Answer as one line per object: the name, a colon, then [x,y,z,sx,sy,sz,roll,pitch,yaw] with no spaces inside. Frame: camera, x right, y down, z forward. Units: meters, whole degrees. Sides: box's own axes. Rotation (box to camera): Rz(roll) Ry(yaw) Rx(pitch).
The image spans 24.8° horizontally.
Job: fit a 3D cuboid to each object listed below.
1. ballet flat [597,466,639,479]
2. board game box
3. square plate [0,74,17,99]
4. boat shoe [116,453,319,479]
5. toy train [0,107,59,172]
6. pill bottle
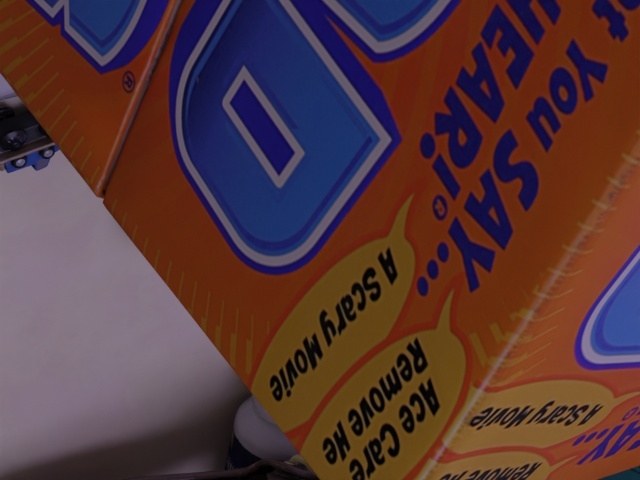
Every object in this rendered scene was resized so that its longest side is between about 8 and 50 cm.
ballet flat: [0.255,0.131,1.154,0.139,0.139,0.400,-26,134,-16]
board game box: [0.114,-0.162,0.576,0.356,0.356,0.356,-7,134,-44]
square plate: [-0.272,-0.163,0.590,0.347,0.049,0.344,-18,132,-23]
boat shoe: [-0.031,0.190,0.914,0.325,0.116,0.096,-6,128,-3]
toy train: [-0.112,-0.071,0.793,0.158,0.027,0.036,-21,144,-21]
pill bottle: [-0.030,0.145,0.994,0.067,0.067,0.120,-9,128,-30]
